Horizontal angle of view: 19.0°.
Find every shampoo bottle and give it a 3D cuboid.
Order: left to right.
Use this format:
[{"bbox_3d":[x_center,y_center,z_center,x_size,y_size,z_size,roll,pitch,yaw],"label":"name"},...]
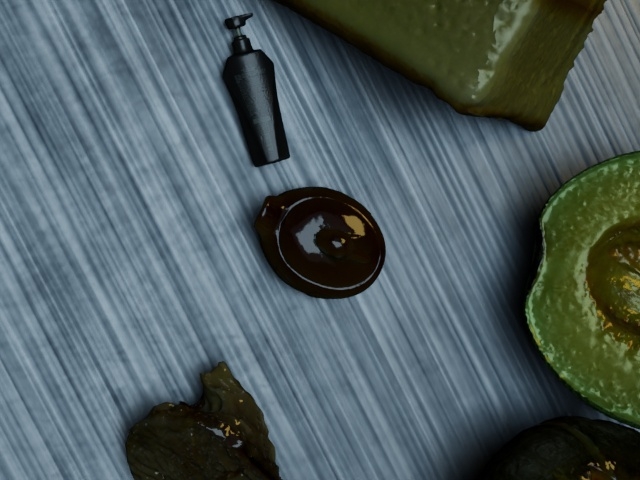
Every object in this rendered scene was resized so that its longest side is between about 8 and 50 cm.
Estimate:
[{"bbox_3d":[-0.061,-0.137,1.736,0.048,0.027,0.137,-15,94,-4],"label":"shampoo bottle"}]

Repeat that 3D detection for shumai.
[{"bbox_3d":[-0.095,0.191,1.714,0.139,0.105,0.123,46,125,-1],"label":"shumai"}]

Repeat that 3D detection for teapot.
[{"bbox_3d":[0.000,0.000,1.727,0.129,0.078,0.098,28,84,-12],"label":"teapot"}]

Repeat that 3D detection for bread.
[{"bbox_3d":[0.075,-0.286,1.733,0.361,0.245,0.233,31,101,17],"label":"bread"}]

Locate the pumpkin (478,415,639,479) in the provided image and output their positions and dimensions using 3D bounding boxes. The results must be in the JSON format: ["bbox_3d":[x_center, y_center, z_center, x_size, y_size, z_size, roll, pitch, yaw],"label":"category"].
[{"bbox_3d":[0.231,0.272,1.743,0.238,0.159,0.238,-4,97,-37],"label":"pumpkin"}]

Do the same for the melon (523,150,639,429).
[{"bbox_3d":[0.279,0.036,1.780,0.169,0.129,0.265,12,90,9],"label":"melon"}]
